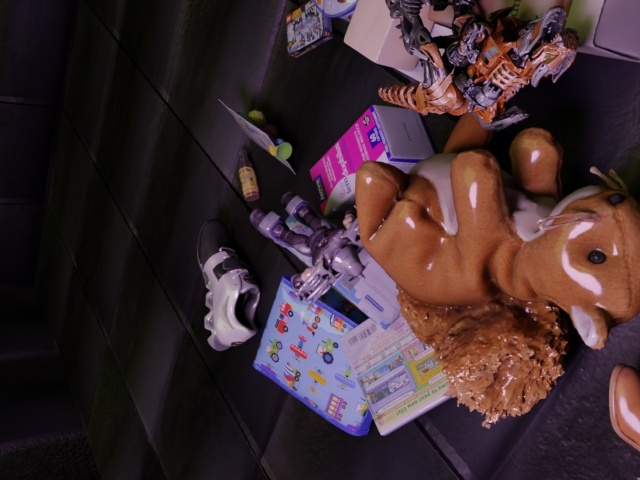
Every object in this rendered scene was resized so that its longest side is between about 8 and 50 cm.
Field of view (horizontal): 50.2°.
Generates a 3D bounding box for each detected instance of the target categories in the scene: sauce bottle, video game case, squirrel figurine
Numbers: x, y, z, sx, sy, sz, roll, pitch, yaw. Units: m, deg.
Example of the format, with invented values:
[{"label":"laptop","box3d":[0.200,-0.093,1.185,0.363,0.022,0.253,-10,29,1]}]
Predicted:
[{"label":"sauce bottle","box3d":[-0.179,-0.161,1.675,0.042,0.042,0.128,-36,64,48]},{"label":"video game case","box3d":[0.152,0.200,1.181,0.212,0.023,0.193,-36,59,20]},{"label":"squirrel figurine","box3d":[0.270,0.046,0.937,0.370,0.281,0.397,24,125,40]}]

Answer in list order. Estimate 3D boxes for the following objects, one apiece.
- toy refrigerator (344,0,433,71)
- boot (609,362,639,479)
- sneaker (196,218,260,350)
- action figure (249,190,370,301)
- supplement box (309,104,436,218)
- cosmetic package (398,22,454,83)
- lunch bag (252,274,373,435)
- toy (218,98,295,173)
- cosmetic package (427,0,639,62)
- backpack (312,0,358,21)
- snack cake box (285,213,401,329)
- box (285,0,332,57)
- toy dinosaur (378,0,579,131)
[{"label":"toy refrigerator","box3d":[0.145,-0.417,1.083,0.102,0.094,0.269,47,124,43]},{"label":"boot","box3d":[0.443,0.234,0.815,0.152,0.073,0.197,-25,83,53]},{"label":"sneaker","box3d":[-0.211,0.094,1.685,0.146,0.122,0.330,-20,73,34]},{"label":"action figure","box3d":[0.000,0.000,1.109,0.185,0.099,0.285,-42,35,-8]},{"label":"supplement box","box3d":[0.091,-0.136,1.248,0.220,0.114,0.111,-43,57,48]},{"label":"cosmetic package","box3d":[0.200,-0.304,1.134,0.239,0.060,0.099,45,122,43]},{"label":"lunch bag","box3d":[0.027,0.230,1.351,0.293,0.138,0.221,36,117,37]},{"label":"toy","box3d":[-0.133,-0.254,1.572,0.056,0.137,0.237,-41,45,-3]},{"label":"cosmetic package","box3d":[0.303,-0.348,0.934,0.296,0.129,0.153,30,114,49]},{"label":"backpack","box3d":[0.062,-0.525,1.210,0.276,0.213,0.263,-42,69,43]},{"label":"snack cake box","box3d":[0.036,0.041,1.248,0.089,0.152,0.264,-50,31,-3]},{"label":"box","box3d":[-0.026,-0.460,1.467,0.137,0.027,0.094,-10,82,54]},{"label":"toy dinosaur","box3d":[0.176,-0.240,0.894,0.322,0.164,0.218,-14,95,38]}]
